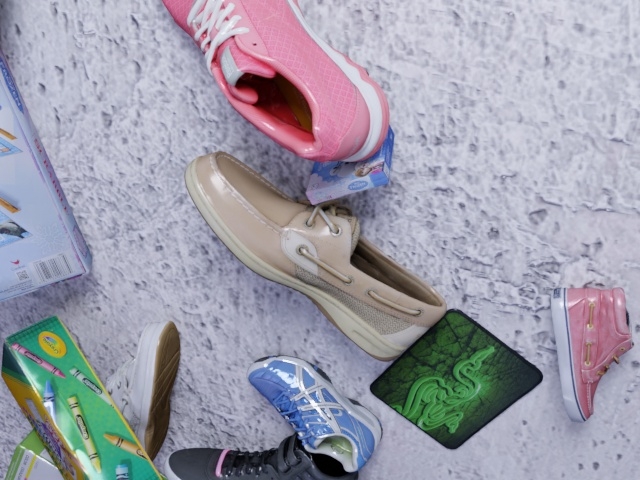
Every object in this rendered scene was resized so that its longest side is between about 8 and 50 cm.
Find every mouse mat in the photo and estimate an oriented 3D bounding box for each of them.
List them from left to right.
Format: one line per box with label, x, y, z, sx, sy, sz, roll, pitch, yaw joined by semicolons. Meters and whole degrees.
mouse mat;0.173;0.187;0.897;0.153;0.007;0.189;37;122;-4

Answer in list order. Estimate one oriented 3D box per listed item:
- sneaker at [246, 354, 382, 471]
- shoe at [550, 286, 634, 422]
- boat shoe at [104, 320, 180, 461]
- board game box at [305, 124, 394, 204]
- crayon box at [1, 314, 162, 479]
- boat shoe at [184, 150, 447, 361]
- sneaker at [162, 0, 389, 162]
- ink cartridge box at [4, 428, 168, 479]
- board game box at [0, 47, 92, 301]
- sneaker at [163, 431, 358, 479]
sneaker;-0.011;0.233;0.934;0.211;0.081;0.080;32;123;1
shoe;0.319;0.134;0.789;0.081;0.063;0.177;-6;111;25
boat shoe;-0.271;0.221;0.998;0.096;0.098;0.277;20;122;5
board game box;0.034;-0.084;0.747;0.090;0.090;0.020;-16;127;24
crayon box;-0.346;0.261;0.972;0.278;0.081;0.165;54;144;9
boat shoe;0.000;0.000;0.794;0.341;0.121;0.110;39;117;-17
sneaker;-0.067;-0.196;0.675;0.314;0.136;0.116;44;121;8
ink cartridge box;-0.387;0.426;1.143;0.255;0.097;0.188;31;121;1
board game box;-0.503;-0.056;0.863;0.319;0.066;0.317;-18;113;-7
sneaker;-0.077;0.322;0.994;0.296;0.104;0.146;15;118;3
